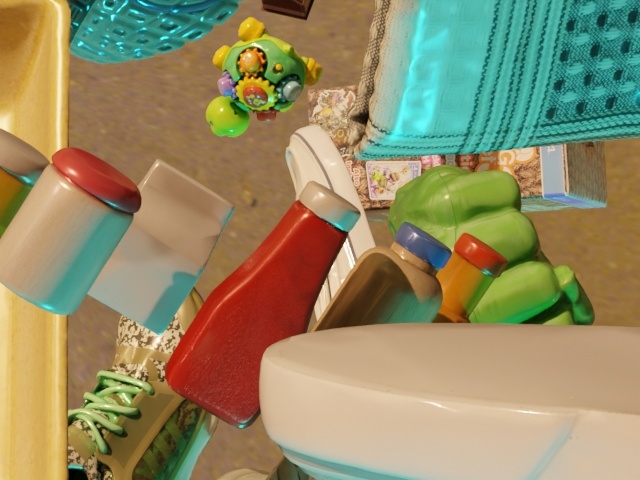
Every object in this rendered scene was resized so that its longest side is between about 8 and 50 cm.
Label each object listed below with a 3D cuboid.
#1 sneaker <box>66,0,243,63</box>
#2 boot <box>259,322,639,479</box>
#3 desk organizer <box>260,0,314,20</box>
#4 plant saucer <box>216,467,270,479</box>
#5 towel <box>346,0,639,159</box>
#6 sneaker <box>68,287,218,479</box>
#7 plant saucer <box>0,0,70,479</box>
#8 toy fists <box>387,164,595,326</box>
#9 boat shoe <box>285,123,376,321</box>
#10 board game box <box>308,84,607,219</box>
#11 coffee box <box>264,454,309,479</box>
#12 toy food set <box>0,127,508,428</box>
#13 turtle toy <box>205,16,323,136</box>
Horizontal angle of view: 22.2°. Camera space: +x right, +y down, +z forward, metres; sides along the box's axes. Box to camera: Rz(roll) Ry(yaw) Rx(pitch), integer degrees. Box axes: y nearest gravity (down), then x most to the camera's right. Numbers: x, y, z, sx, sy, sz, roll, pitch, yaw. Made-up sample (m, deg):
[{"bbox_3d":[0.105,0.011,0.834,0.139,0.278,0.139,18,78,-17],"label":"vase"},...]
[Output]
[{"bbox_3d":[-0.082,-0.245,1.074,0.111,0.129,0.297,26,110,-42],"label":"sneaker"},{"bbox_3d":[0.105,0.092,0.361,0.258,0.095,0.123,8,101,20],"label":"boot"},{"bbox_3d":[-0.017,-0.276,1.522,0.047,0.050,0.130,14,67,12],"label":"desk organizer"},{"bbox_3d":[0.025,0.415,1.829,0.100,0.400,0.400,-35,110,18],"label":"plant saucer"},{"bbox_3d":[0.181,-0.172,0.743,0.312,0.056,0.324,-6,134,-18],"label":"towel"},{"bbox_3d":[-0.231,0.223,1.830,0.182,0.158,0.410,23,75,-52],"label":"sneaker"},{"bbox_3d":[-0.296,0.034,0.932,0.332,0.081,0.333,-5,69,5],"label":"plant saucer"},{"bbox_3d":[0.128,0.081,1.023,0.096,0.142,0.279,-21,104,0],"label":"toy fists"},{"bbox_3d":[0.000,0.000,1.517,0.084,0.258,0.095,-15,143,-9],"label":"boat shoe"},{"bbox_3d":[0.161,-0.103,1.859,0.291,0.232,0.141,-4,87,21],"label":"board game box"},{"bbox_3d":[0.047,0.260,1.174,0.246,0.098,0.141,38,104,3],"label":"coffee box"},{"bbox_3d":[-0.034,0.003,0.663,0.232,0.111,0.104,32,97,-12],"label":"toy food set"},{"bbox_3d":[-0.065,-0.151,1.599,0.095,0.130,0.066,33,45,-16],"label":"turtle toy"}]
